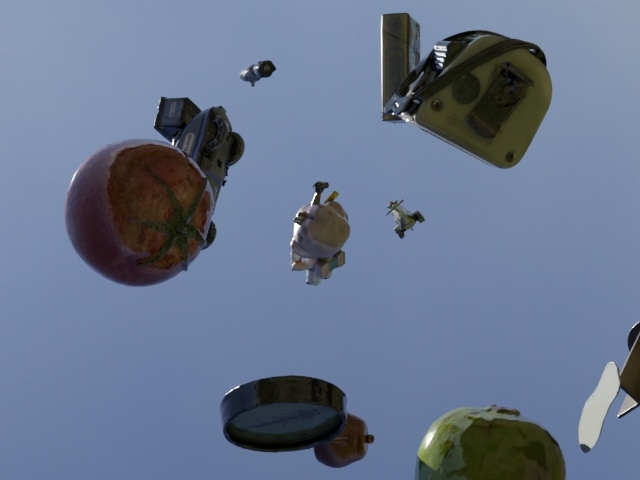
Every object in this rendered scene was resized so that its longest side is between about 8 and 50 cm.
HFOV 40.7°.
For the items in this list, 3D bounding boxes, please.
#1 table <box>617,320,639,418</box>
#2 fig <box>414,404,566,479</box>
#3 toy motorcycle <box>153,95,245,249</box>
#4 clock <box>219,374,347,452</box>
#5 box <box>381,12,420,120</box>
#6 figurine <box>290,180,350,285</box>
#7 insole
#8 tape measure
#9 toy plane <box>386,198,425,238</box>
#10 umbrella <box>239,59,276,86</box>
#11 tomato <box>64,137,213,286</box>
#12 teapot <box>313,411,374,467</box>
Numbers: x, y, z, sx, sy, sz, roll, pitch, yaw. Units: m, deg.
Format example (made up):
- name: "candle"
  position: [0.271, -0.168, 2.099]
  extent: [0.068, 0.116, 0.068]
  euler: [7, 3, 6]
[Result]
- name: "table"
  position: [0.731, 0.294, 1.897]
  extent: [0.167, 0.167, 0.227]
  euler: [56, -136, -7]
- name: "fig"
  position: [0.280, 0.443, 1.475]
  extent: [0.258, 0.258, 0.326]
  euler: [30, -109, -36]
- name: "toy motorcycle"
  position: [-0.290, -0.134, 1.847]
  extent: [0.125, 0.213, 0.358]
  euler: [44, -127, -59]
- name: "clock"
  position: [-0.051, 0.251, 1.228]
  extent: [0.185, 0.185, 0.040]
  euler: [28, -138, -37]
- name: "box"
  position: [0.186, -0.391, 1.988]
  extent: [0.159, 0.071, 0.240]
  euler: [-17, -72, -70]
- name: "figurine"
  position: [0.000, 0.000, 1.662]
  extent: [0.137, 0.228, 0.112]
  euler: [-25, -130, -24]
- name: "insole"
  position: [0.428, 0.258, 1.332]
  extent: [0.004, 0.197, 0.065]
  euler: [0, -139, -6]
- name: "tape measure"
  position: [0.282, -0.276, 1.557]
  extent: [0.271, 0.231, 0.133]
  euler: [23, -173, -19]
- name: "toy plane"
  position: [0.229, -0.070, 2.429]
  extent: [0.108, 0.092, 0.286]
  euler: [52, -174, 3]
- name: "umbrella"
  position: [-0.162, -0.410, 2.122]
  extent: [0.046, 0.188, 0.050]
  euler: [22, -94, -23]
- name: "tomato"
  position: [-0.327, -0.053, 1.537]
  extent: [0.265, 0.265, 0.264]
  euler: [30, -134, -36]
- name: "teapot"
  position: [0.047, 0.372, 1.624]
  extent: [0.173, 0.116, 0.116]
  euler: [33, -142, -71]
